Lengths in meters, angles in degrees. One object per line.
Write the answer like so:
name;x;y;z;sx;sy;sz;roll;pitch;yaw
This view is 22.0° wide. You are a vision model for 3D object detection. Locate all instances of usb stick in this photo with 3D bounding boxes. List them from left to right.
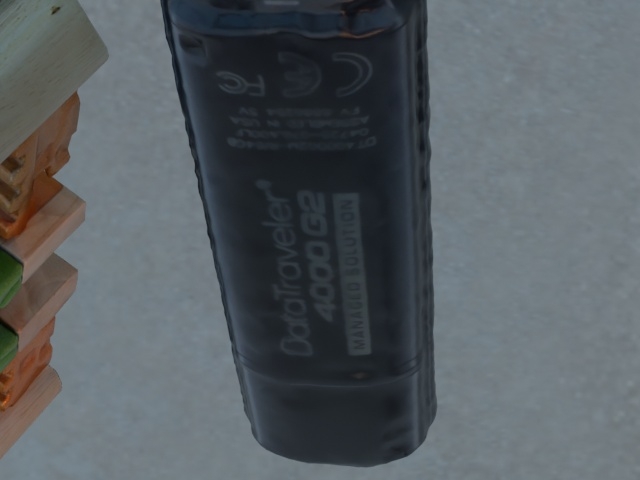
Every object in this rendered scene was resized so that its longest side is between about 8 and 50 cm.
usb stick;0.000;0.000;0.556;0.077;0.278;0.045;2;56;6

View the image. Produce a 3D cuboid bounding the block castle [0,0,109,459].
block castle;-0.301;-0.004;0.888;0.303;0.213;0.453;35;149;8
